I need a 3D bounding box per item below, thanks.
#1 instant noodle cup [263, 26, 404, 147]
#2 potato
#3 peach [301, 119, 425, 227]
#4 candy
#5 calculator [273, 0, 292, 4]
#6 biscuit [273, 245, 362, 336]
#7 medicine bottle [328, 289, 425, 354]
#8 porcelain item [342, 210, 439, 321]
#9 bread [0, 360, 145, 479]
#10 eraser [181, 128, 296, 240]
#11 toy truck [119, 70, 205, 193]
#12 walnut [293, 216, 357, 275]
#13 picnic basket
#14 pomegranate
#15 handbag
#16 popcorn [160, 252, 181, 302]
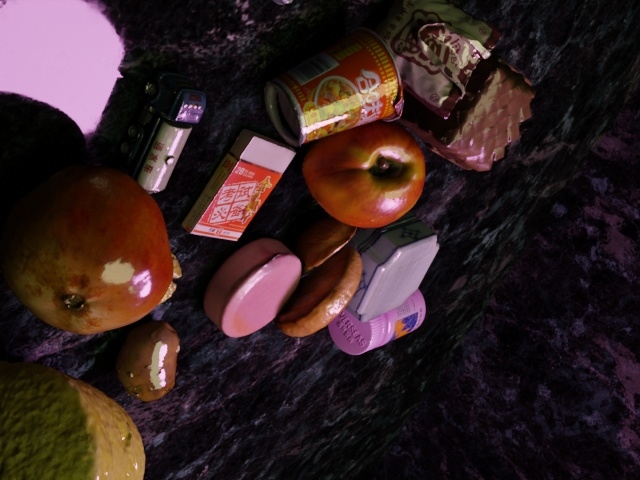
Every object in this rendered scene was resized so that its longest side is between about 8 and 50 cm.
[{"bbox_3d":[0.018,-0.271,1.399,0.212,0.193,0.193,-28,148,-22],"label":"instant noodle cup"},{"bbox_3d":[-0.359,0.248,1.565,0.137,0.137,0.175,-2,106,-56],"label":"potato"},{"bbox_3d":[0.088,-0.146,1.593,0.281,0.281,0.238,0,92,-57],"label":"peach"},{"bbox_3d":[-0.151,0.103,1.715,0.255,0.094,0.255,-36,151,-24],"label":"candy"},{"bbox_3d":[-0.062,-0.464,1.151,0.141,0.045,0.246,-51,154,4],"label":"calculator"},{"bbox_3d":[-0.011,0.141,1.825,0.274,0.091,0.213,-28,-152,35],"label":"biscuit"},{"bbox_3d":[0.174,0.229,2.287,0.291,0.178,0.178,-16,139,-49],"label":"medicine bottle"},{"bbox_3d":[0.173,0.064,2.089,0.281,0.157,0.285,-18,141,-43],"label":"porcelain item"},{"bbox_3d":[-0.490,0.398,1.316,0.348,0.348,0.308,-47,157,-3],"label":"bread"},{"bbox_3d":[-0.159,-0.105,1.489,0.230,0.038,0.157,-55,153,13],"label":"eraser"},{"bbox_3d":[-0.257,-0.166,1.202,0.074,0.088,0.201,-2,128,-54],"label":"toy truck"},{"bbox_3d":[-0.001,-0.002,1.789,0.167,0.087,0.211,-41,-178,-30],"label":"walnut"},{"bbox_3d":[0.328,-0.302,1.687,0.321,0.291,0.254,15,113,-48],"label":"picnic basket"},{"bbox_3d":[-0.344,0.007,1.148,0.229,0.270,0.252,-27,117,22],"label":"pomegranate"},{"bbox_3d":[0.210,-0.388,1.480,0.213,0.235,0.127,-56,175,6],"label":"handbag"},{"bbox_3d":[-0.328,0.061,1.347,0.135,0.141,0.162,-50,-167,-3],"label":"popcorn"}]
